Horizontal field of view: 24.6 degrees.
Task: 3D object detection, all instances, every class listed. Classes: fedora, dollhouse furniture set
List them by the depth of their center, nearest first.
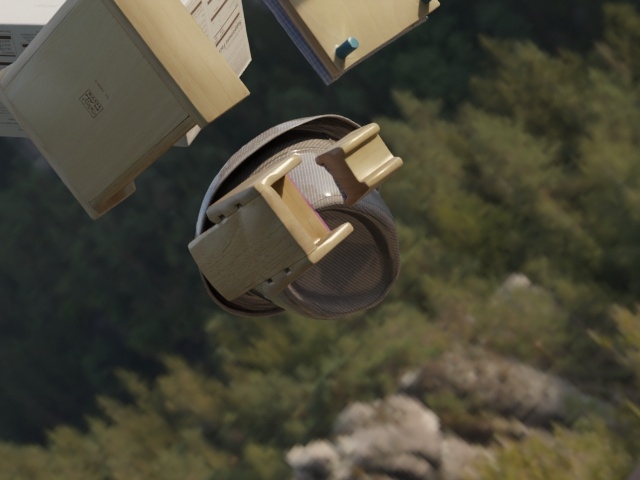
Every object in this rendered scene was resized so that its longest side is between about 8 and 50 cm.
[{"bbox_3d":[-0.045,-0.139,1.144,0.303,0.286,0.198,-40,5,-36],"label":"dollhouse furniture set"},{"bbox_3d":[0.000,0.000,1.535,0.243,0.275,0.124,-50,53,-1],"label":"fedora"}]

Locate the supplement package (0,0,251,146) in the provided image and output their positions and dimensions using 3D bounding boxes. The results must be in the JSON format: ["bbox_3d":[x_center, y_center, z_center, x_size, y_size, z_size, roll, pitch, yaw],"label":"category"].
[{"bbox_3d":[-0.238,-0.218,1.606,0.262,0.145,0.204,5,36,18],"label":"supplement package"}]
